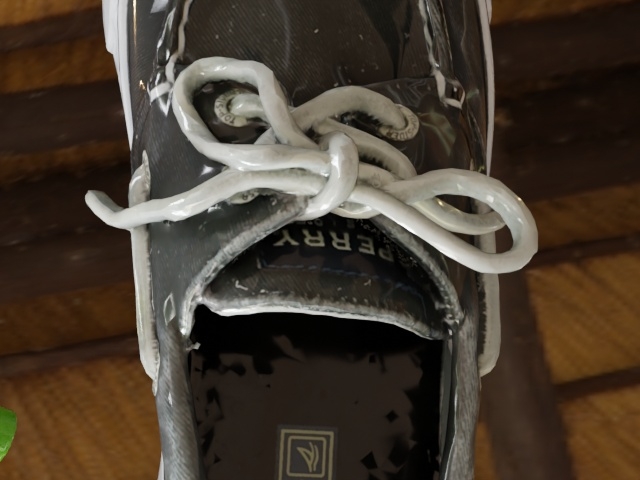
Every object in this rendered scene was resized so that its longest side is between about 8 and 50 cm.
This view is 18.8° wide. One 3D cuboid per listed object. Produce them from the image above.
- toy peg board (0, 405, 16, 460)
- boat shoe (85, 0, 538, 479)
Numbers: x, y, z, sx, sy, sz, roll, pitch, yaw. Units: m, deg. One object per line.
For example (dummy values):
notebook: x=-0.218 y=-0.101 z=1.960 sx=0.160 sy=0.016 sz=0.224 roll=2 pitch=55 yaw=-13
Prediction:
toy peg board: x=-0.169 y=0.124 z=0.664 sx=0.079 sy=0.161 sz=0.160 roll=22 pitch=-141 yaw=-26
boat shoe: x=-0.004 y=0.000 z=0.498 sx=0.113 sy=0.105 sz=0.306 roll=6 pitch=-95 yaw=-10
